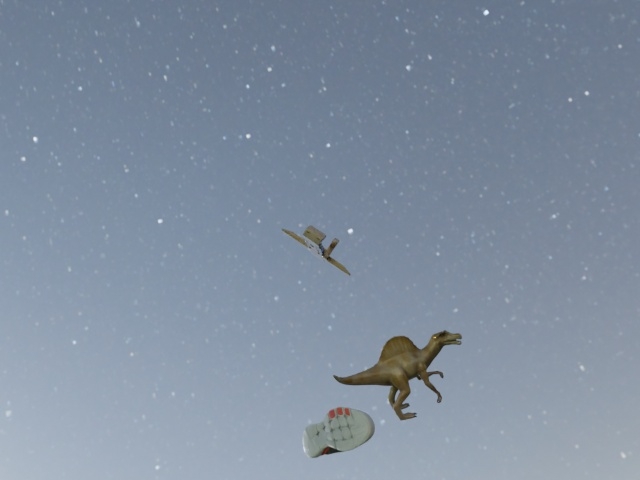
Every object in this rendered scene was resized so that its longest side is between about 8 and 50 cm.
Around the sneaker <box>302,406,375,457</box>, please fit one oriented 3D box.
[{"bbox_3d":[0.037,0.274,0.983,0.064,0.061,0.158,7,-24,-33],"label":"sneaker"}]

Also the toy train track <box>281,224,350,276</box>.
[{"bbox_3d":[0.000,0.000,0.380,0.014,0.048,0.083,-56,-6,-5],"label":"toy train track"}]

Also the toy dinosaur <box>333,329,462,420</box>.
[{"bbox_3d":[0.091,0.164,0.824,0.183,0.093,0.053,-17,3,-26],"label":"toy dinosaur"}]
